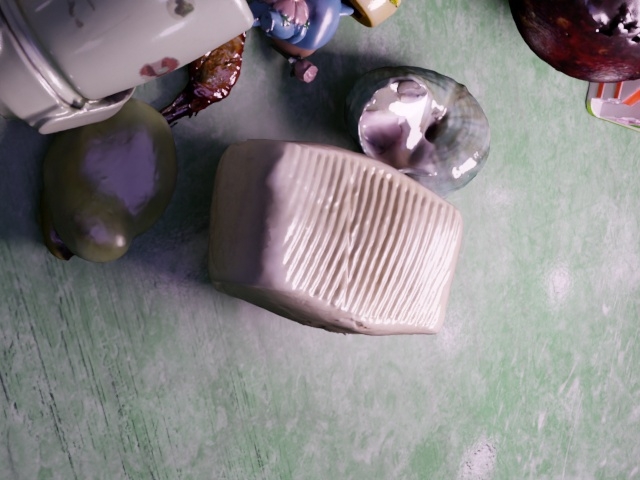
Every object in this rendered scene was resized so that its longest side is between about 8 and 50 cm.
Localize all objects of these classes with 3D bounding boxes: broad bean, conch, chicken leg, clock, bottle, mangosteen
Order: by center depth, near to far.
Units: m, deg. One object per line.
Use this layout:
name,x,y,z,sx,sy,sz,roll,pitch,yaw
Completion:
bottle,-0.272,-0.256,1.119,0.352,0.229,0.229,-31,115,2
broad bean,-0.279,-0.075,1.229,0.169,0.100,0.228,39,79,-15
chicken leg,-0.166,-0.231,1.297,0.106,0.051,0.253,24,87,-25
conch,0.149,-0.156,1.429,0.220,0.196,0.277,-51,148,-27
mangosteen,0.482,-0.411,1.457,0.422,0.381,0.380,27,85,-14
clock,0.652,-0.245,1.621,0.235,0.310,0.166,11,92,-31

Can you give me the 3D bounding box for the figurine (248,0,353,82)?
figurine,-0.046,-0.296,1.316,0.178,0.114,0.144,-27,137,-52

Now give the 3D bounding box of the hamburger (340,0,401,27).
hamburger,0.063,-0.370,1.354,0.081,0.141,0.126,-44,81,-1

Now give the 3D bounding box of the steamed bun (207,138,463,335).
steamed bun,0.000,0.001,1.335,0.384,0.236,0.246,16,81,-38
